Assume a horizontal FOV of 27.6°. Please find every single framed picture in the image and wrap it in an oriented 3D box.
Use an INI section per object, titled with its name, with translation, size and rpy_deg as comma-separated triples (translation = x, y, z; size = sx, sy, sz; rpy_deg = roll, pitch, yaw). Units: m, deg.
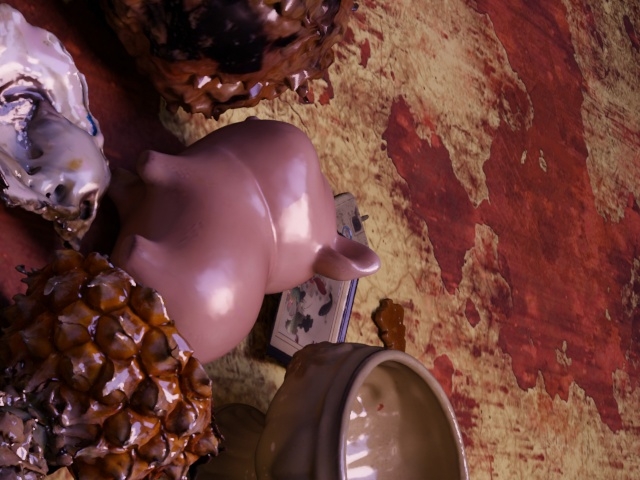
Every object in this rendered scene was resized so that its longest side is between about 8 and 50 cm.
[framed picture]
translation = -0.005, 0.077, 1.661
size = 0.195, 0.010, 0.199
rpy_deg = 38, 62, -56

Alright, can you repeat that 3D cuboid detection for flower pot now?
[flower pot]
translation = -0.003, 0.268, 1.441
size = 0.307, 0.244, 0.307
rpy_deg = 29, 55, -52

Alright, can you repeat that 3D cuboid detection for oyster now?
[oyster]
translation = -0.291, -0.115, 1.268
size = 0.214, 0.083, 0.222
rpy_deg = 36, 46, -51

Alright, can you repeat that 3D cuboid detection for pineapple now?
[pineapple]
translation = -0.262, 0.172, 1.123
size = 0.272, 0.263, 0.262
rpy_deg = -35, 110, -42

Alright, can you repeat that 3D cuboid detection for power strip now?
[power strip]
translation = 0.000, 0.000, 1.723
size = 0.268, 0.034, 0.092
rpy_deg = -27, 103, -57

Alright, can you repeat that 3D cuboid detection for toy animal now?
[toy animal]
translation = -0.107, 0.001, 1.408
size = 0.269, 0.237, 0.326
rpy_deg = 39, 53, -33

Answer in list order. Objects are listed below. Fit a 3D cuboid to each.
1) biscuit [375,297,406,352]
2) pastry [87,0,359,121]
[biscuit]
translation = 0.104, 0.128, 1.861
size = 0.082, 0.016, 0.092
rpy_deg = -20, 98, -62
[pastry]
translation = -0.111, -0.309, 1.416
size = 0.405, 0.293, 0.337
rpy_deg = -5, 82, -74
